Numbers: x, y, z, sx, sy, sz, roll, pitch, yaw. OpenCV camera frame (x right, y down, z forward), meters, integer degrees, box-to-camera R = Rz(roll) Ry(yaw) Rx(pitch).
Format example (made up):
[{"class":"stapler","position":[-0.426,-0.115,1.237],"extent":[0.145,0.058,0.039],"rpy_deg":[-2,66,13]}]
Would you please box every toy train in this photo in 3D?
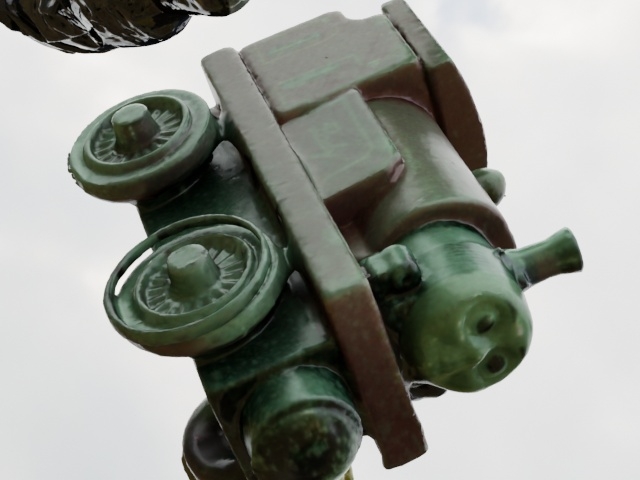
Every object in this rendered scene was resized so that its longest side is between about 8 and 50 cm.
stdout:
[{"class":"toy train","position":[0.000,0.000,0.841],"extent":[0.304,0.221,0.150],"rpy_deg":[-117,-174,-53]}]

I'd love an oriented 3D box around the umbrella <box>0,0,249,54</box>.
[{"class":"umbrella","position":[-0.083,-0.100,0.644],"extent":[0.071,0.071,0.248],"rpy_deg":[60,-17,-24]}]

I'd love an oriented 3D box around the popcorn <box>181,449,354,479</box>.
[{"class":"popcorn","position":[-0.034,0.140,1.052],"extent":[0.116,0.106,0.121],"rpy_deg":[58,-34,42]}]
